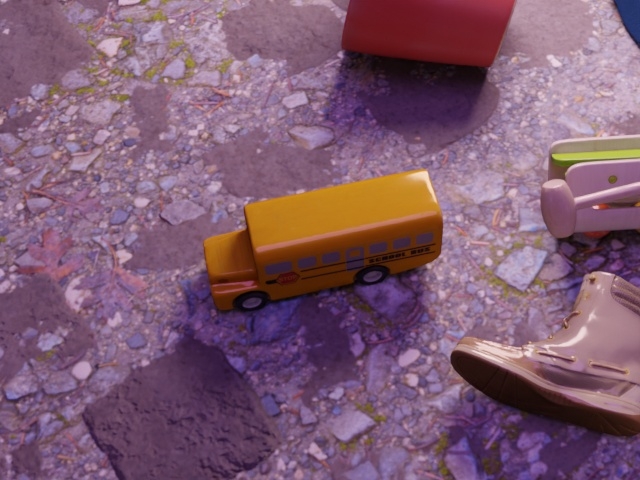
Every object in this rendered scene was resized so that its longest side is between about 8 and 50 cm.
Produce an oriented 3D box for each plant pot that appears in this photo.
[{"bbox_3d":[0.186,-0.402,1.689,0.243,0.275,0.275,17,60,3],"label":"plant pot"}]

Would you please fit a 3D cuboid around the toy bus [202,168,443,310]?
[{"bbox_3d":[0.000,0.000,1.511,0.332,0.130,0.108,-12,58,-4],"label":"toy bus"}]

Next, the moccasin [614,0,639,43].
[{"bbox_3d":[0.546,-0.446,1.755,0.116,0.138,0.342,-10,59,-8],"label":"moccasin"}]

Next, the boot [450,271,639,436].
[{"bbox_3d":[0.322,0.129,1.431,0.261,0.095,0.204,17,61,11],"label":"boot"}]

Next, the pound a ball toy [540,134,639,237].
[{"bbox_3d":[0.451,-0.056,1.497,0.319,0.136,0.208,-4,22,1],"label":"pound a ball toy"}]
